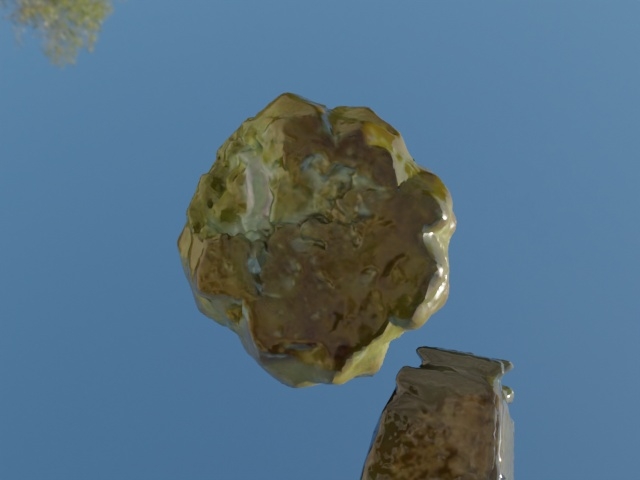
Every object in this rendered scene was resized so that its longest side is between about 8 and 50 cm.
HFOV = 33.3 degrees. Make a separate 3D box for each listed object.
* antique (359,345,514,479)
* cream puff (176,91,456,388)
[{"bbox_3d":[0.085,0.224,0.817,0.150,0.125,0.284,8,-98,16],"label":"antique"},{"bbox_3d":[-0.001,-0.002,1.040,0.282,0.281,0.185,-25,-179,6],"label":"cream puff"}]
